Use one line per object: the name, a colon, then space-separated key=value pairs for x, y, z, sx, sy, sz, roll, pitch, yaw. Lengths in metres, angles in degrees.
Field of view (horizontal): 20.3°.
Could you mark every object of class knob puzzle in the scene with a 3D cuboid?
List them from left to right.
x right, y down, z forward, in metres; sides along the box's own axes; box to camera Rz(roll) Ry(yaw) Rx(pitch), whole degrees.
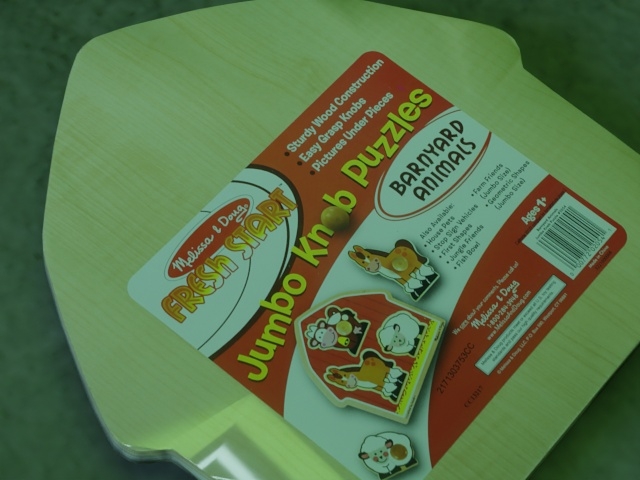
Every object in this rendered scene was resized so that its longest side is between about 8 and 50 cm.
knob puzzle: x=0.000 y=0.000 z=0.556 sx=0.213 sy=0.030 sz=0.213 roll=3 pitch=61 yaw=-5
